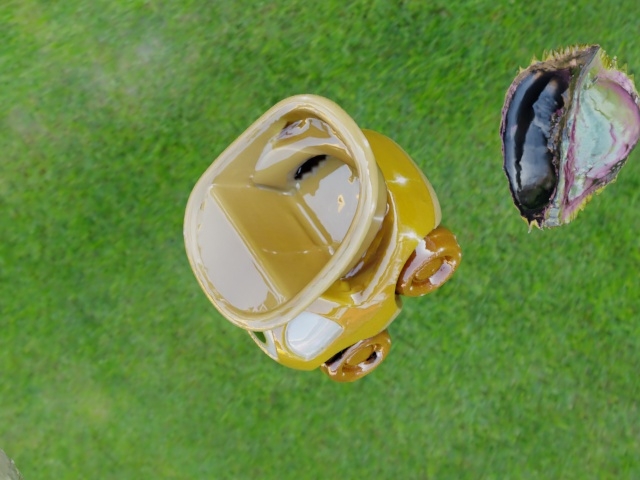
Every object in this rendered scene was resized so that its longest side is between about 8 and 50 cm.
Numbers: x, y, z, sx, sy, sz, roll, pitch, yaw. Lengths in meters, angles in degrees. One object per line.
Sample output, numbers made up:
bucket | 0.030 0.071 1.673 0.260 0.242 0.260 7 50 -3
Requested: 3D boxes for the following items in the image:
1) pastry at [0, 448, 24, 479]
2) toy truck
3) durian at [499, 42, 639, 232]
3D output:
pastry | -0.292 0.185 0.976 0.166 0.088 0.166 14 137 14
toy truck | 0.000 0.000 1.334 0.288 0.212 0.204 -50 57 23
durian | 0.239 -0.102 1.219 0.119 0.108 0.186 37 124 55
